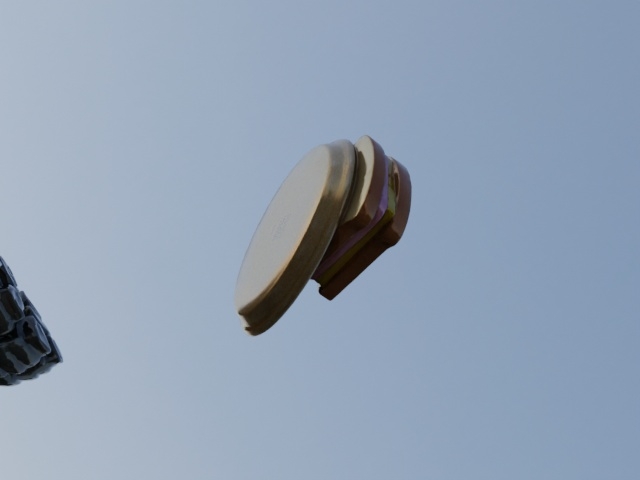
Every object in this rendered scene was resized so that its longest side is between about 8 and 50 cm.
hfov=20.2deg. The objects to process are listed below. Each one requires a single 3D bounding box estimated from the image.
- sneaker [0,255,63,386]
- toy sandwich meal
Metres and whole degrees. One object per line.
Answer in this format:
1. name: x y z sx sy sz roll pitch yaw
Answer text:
1. sneaker: -0.261 -0.008 0.874 0.343 0.146 0.134 40 -22 52
2. toy sandwich meal: 0.000 0.000 0.630 0.029 0.085 0.085 27 -33 -15
